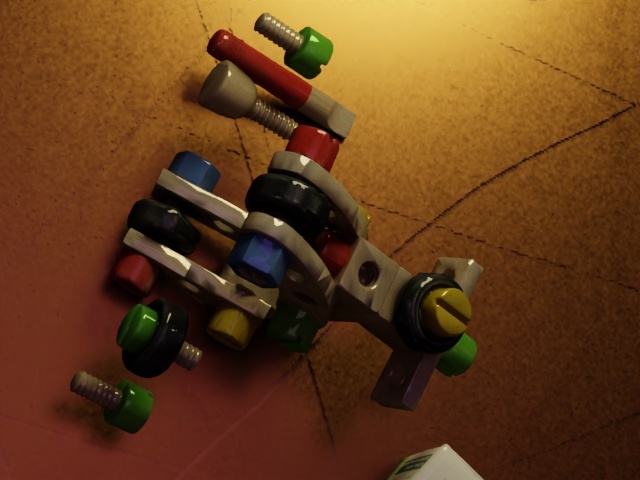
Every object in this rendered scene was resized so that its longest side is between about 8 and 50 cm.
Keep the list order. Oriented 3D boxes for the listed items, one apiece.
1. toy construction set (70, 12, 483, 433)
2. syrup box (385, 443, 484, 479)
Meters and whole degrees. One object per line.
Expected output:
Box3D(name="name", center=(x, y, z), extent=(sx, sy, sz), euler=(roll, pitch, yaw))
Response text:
Box3D(name="toy construction set", center=(0.000, 0.000, 1.442), extent=(0.237, 0.257, 0.309), euler=(30, 47, -25))
Box3D(name="syrup box", center=(0.036, 0.270, 1.420), extent=(0.096, 0.093, 0.237), euler=(45, 71, -2))
